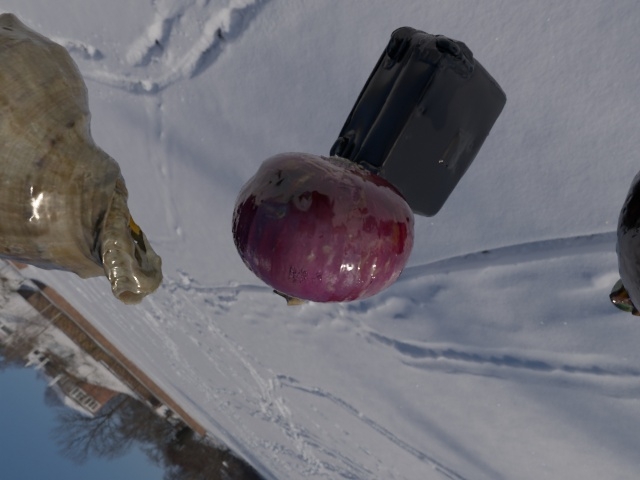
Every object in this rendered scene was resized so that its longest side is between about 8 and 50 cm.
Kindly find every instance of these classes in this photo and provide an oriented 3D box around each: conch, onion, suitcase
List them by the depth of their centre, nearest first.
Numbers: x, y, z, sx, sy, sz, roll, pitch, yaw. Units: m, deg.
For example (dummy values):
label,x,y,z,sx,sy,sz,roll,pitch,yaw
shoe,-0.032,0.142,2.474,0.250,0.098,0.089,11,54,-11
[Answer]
label,x,y,z,sx,sy,sz,roll,pitch,yaw
onion,0.003,-0.010,0.402,0.177,0.153,0.177,3,174,0
conch,-0.301,-0.061,0.443,0.263,0.186,0.324,132,114,-80
suitcase,0.222,-0.238,0.912,0.339,0.345,0.188,13,-159,-44

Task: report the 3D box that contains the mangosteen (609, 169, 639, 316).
label,x,y,z,sx,sy,sz,roll,pitch,yaw
mangosteen,0.474,0.010,0.471,0.306,0.306,0.359,49,162,-9
